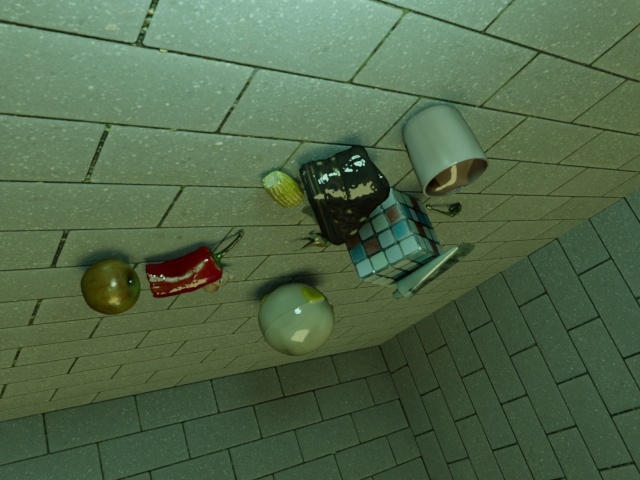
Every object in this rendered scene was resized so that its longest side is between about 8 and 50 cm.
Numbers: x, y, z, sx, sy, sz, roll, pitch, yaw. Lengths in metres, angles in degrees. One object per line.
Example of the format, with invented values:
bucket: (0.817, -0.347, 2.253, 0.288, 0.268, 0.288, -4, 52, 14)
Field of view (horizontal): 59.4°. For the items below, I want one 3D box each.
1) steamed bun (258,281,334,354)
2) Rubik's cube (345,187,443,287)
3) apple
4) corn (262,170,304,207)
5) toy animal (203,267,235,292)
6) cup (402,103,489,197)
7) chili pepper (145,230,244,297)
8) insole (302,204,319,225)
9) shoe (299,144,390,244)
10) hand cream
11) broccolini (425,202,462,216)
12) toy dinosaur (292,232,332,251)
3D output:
steamed bun: (-0.103, 0.342, 2.439, 0.333, 0.334, 0.374, -22, 158, 4)
Rubik's cube: (0.256, -0.001, 2.013, 0.259, 0.253, 0.256, -32, 155, 25)
apple: (-0.635, 0.142, 1.692, 0.155, 0.183, 0.182, -15, 159, 8)
corn: (-0.106, -0.146, 1.609, 0.085, 0.063, 0.165, -15, 158, 14)
toy animal: (-0.380, 0.145, 2.040, 0.089, 0.083, 0.150, 43, 137, -19)
cup: (0.351, -0.246, 1.582, 0.191, 0.201, 0.253, -28, 156, 20)
chili pepper: (-0.392, 0.091, 1.838, 0.338, 0.131, 0.134, -18, 168, -10)
insole: (0.001, -0.084, 1.929, 0.080, 0.003, 0.232, -26, 158, 14)
shoe: (0.091, -0.131, 1.672, 0.237, 0.171, 0.384, -18, 151, 5)
hand cream: (0.385, 0.106, 1.970, 0.340, 0.078, 0.124, -41, 150, 27)
broccolini: (0.492, -0.119, 2.211, 0.194, 0.052, 0.054, 0, 147, -39)
toy dinosaur: (0.001, -0.001, 2.088, 0.212, 0.057, 0.142, -10, 178, 4)
